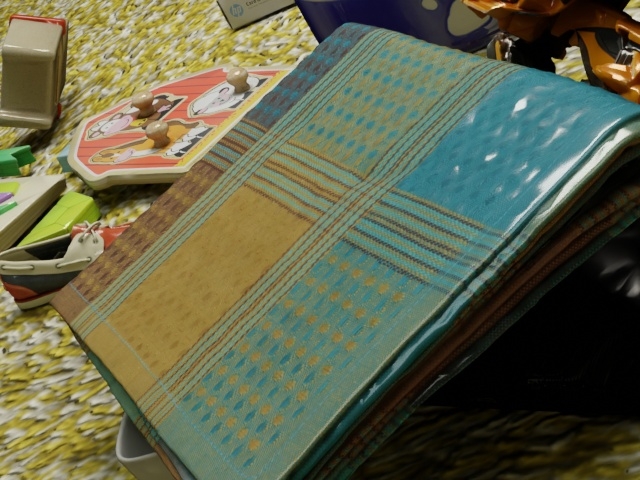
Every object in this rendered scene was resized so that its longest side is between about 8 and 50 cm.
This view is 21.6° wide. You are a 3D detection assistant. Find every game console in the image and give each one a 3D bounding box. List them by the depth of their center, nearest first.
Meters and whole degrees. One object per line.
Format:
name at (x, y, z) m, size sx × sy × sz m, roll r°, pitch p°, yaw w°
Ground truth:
game console at (0.192, -0.035, 0.906) m, size 0.213 × 0.044 × 0.361 m, roll -2°, pitch 36°, yaw 45°

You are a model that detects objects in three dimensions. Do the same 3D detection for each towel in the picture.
towel at (0.000, 0.000, 0.876) m, size 0.271 × 0.040 × 0.370 m, roll -43°, pitch 24°, yaw -7°

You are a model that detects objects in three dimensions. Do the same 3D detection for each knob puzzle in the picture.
knob puzzle at (-0.134, -0.105, 1.395) m, size 0.213 × 0.030 × 0.213 m, roll -18°, pitch 27°, yaw 9°

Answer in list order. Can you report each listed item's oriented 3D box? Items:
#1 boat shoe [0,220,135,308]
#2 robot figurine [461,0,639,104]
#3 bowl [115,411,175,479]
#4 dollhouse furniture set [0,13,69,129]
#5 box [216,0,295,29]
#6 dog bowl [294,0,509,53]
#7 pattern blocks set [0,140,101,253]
boat shoe at (-0.176, 0.009, 1.233) m, size 0.137 × 0.043 × 0.049 m, roll -20°, pitch 23°, yaw 18°
robot figurine at (0.174, -0.129, 0.854) m, size 0.211 × 0.085 × 0.291 m, roll -63°, pitch 32°, yaw 9°
bowl at (-0.032, 0.081, 0.910) m, size 0.142 × 0.053 × 0.142 m, roll -23°, pitch 24°, yaw 17°
dollhouse furniture set at (-0.376, -0.170, 1.599) m, size 0.259 × 0.262 × 0.135 m, roll 5°, pitch 22°, yaw -6°
box at (0.001, -0.278, 1.620) m, size 0.186 × 0.038 × 0.145 m, roll -21°, pitch 24°, yaw 21°
dog bowl at (0.101, -0.243, 1.349) m, size 0.265 × 0.104 × 0.265 m, roll -24°, pitch 24°, yaw 11°
pattern blocks set at (-0.308, -0.001, 1.392) m, size 0.285 × 0.026 × 0.325 m, roll -12°, pitch 27°, yaw 25°
